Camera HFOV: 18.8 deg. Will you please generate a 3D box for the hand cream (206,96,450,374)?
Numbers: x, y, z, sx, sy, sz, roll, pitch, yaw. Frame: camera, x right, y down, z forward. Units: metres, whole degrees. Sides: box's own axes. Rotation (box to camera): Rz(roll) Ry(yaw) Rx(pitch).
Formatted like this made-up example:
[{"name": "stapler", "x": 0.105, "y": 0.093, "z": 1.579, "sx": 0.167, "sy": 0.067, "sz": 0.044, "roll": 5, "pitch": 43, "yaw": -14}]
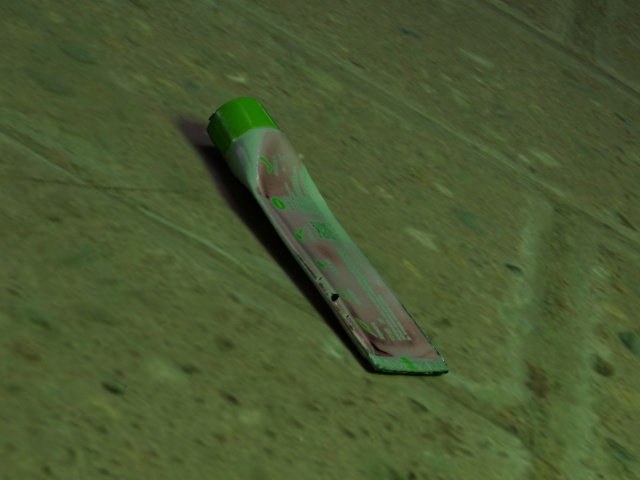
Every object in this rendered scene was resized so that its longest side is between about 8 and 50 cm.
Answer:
[{"name": "hand cream", "x": 0.001, "y": -0.001, "z": 1.443, "sx": 0.079, "sy": 0.050, "sz": 0.275, "roll": -16, "pitch": 53, "yaw": -28}]
